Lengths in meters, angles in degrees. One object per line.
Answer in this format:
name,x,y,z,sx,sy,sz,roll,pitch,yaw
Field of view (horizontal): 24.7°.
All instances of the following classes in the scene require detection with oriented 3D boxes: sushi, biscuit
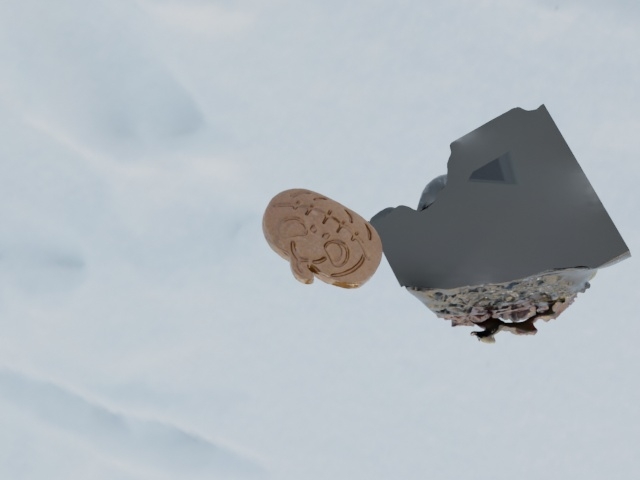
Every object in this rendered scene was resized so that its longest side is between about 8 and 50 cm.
sushi,0.154,0.006,1.238,0.172,0.153,0.150,-29,158,7
biscuit,0.000,0.000,1.041,0.091,0.078,0.015,27,138,1
